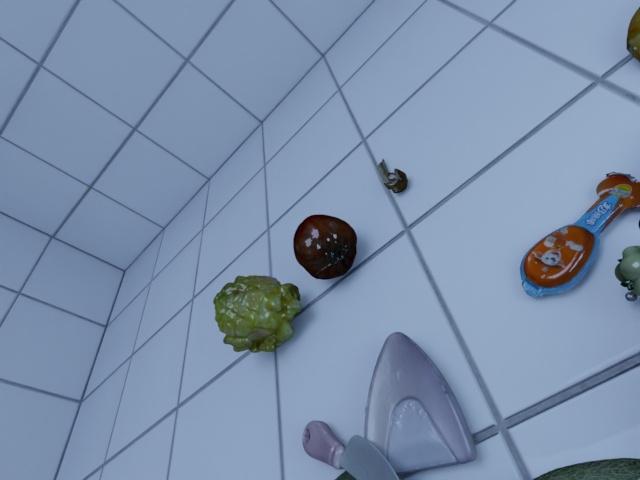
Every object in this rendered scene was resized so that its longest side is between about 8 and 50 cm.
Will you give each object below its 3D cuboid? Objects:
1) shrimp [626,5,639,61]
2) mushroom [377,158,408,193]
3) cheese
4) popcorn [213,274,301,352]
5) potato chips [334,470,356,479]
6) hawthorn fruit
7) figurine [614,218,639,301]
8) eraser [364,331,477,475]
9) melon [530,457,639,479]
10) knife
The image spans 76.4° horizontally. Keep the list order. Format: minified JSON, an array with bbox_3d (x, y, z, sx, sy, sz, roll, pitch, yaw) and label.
[{"bbox_3d":[0.744,-0.450,0.642,0.445,0.085,0.272,-41,40,27],"label":"shrimp"},{"bbox_3d":[0.192,-0.190,1.149,0.060,0.061,0.187,-51,28,16],"label":"mushroom"},{"bbox_3d":[0.432,-0.007,0.679,0.256,0.037,0.106,-51,34,8],"label":"cheese"},{"bbox_3d":[-0.174,0.204,1.134,0.259,0.259,0.212,29,109,58],"label":"popcorn"},{"bbox_3d":[-0.003,0.527,0.734,0.167,0.059,0.228,-11,52,42],"label":"potato chips"},{"bbox_3d":[0.000,0.000,1.110,0.181,0.181,0.235,-52,36,5],"label":"hawthorn fruit"},{"bbox_3d":[0.491,0.014,0.530,0.197,0.093,0.147,-42,48,19],"label":"figurine"},{"bbox_3d":[0.164,0.285,0.741,0.204,0.059,0.243,-32,42,33],"label":"eraser"},{"bbox_3d":[0.345,0.310,0.478,0.139,0.093,0.202,-34,-2,-15],"label":"melon"},{"bbox_3d":[0.061,0.396,0.742,0.336,0.043,0.081,-13,60,59],"label":"knife"}]
